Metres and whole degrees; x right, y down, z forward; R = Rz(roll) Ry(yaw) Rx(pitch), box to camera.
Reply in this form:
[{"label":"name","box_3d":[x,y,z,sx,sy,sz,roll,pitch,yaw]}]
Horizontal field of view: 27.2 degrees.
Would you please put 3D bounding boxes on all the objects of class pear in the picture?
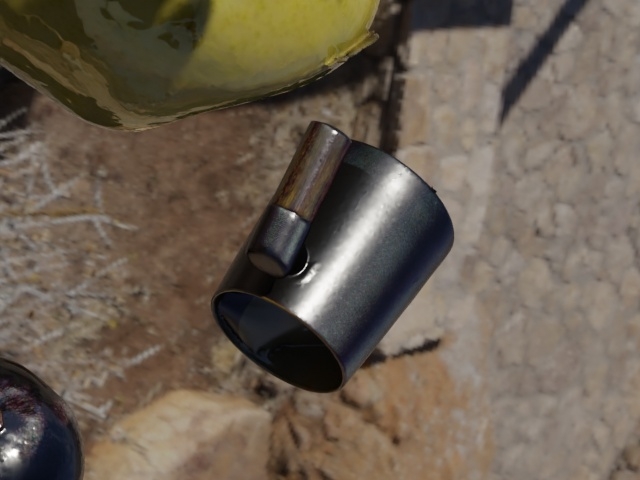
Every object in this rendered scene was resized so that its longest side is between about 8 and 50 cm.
[{"label":"pear","box_3d":[-0.106,-0.215,0.798,0.309,0.309,0.309,-15,112,-43]}]

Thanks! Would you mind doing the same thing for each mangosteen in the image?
[{"label":"mangosteen","box_3d":[-0.431,0.287,1.660,0.275,0.275,0.302,-46,167,-27]}]

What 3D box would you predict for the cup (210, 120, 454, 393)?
[{"label":"cup","box_3d":[-0.011,0.001,1.167,0.177,0.166,0.239,-54,130,-27]}]
